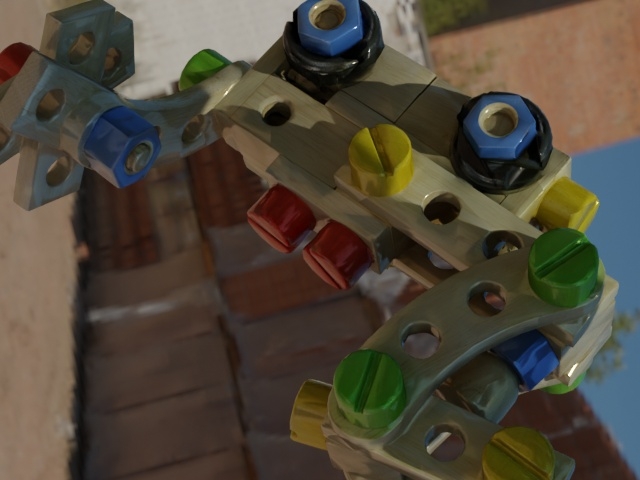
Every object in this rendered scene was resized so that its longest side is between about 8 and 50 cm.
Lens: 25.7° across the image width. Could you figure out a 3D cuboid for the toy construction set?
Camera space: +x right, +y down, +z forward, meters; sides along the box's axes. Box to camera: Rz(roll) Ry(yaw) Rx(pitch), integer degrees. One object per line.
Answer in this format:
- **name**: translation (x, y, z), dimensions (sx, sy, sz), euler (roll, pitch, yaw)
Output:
- **toy construction set**: translation (0.000, 0.000, 0.646), dimensions (0.328, 0.215, 0.151), euler (39, -16, 9)
